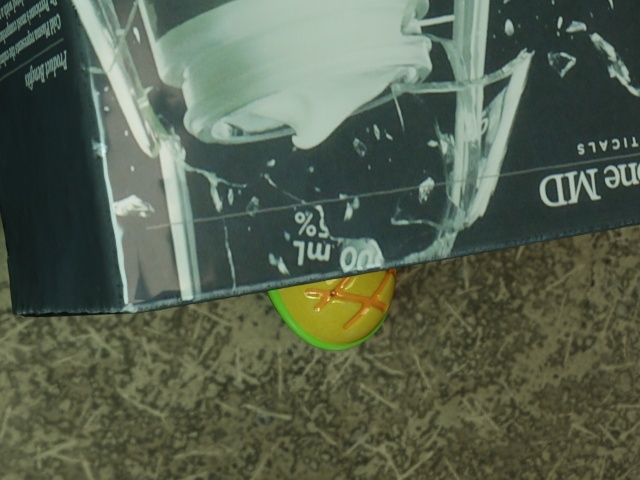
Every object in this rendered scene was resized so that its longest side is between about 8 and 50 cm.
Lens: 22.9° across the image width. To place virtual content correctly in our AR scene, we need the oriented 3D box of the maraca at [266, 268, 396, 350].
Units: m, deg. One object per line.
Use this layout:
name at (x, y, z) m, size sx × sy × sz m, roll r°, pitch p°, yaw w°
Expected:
maraca at (0.000, 0.000, 1.304) m, size 0.127 × 0.099 × 0.185 m, roll -23°, pitch 96°, yaw -38°

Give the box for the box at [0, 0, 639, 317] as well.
box at (0.005, -0.213, 1.111) m, size 0.480 × 0.297 × 0.471 m, roll -10°, pitch 93°, yaw -23°
